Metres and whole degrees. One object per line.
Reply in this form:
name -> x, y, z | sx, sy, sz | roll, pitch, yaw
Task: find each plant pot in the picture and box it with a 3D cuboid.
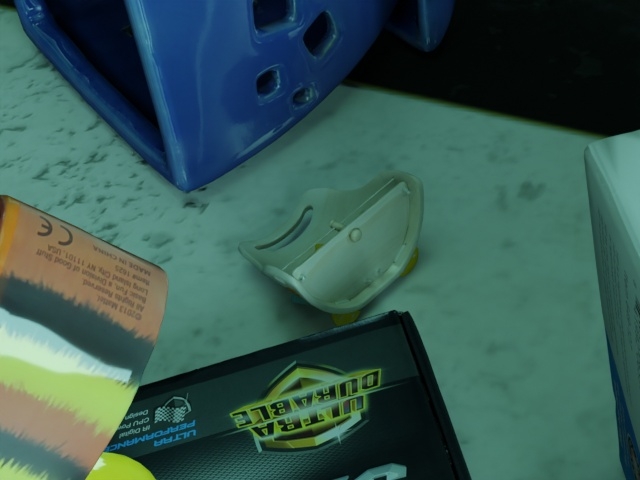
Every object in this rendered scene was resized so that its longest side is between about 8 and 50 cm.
plant pot -> -0.059, -0.205, 0.762 | 0.212, 0.236, 0.236 | -25, 41, -19

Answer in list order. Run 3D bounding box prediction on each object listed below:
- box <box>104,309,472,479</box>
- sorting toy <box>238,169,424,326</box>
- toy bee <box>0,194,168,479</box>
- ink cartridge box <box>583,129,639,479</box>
box -> -0.047, 0.128, 0.518 | 0.220, 0.051, 0.175 | -16, 40, 0
sorting toy -> 0.000, 0.000, 0.658 | 0.083, 0.045, 0.075 | -39, 39, -24
toy bee -> -0.150, 0.080, 0.472 | 0.195, 0.298, 0.162 | 20, 75, -8
ink cartridge box -> 0.195, 0.083, 0.404 | 0.168, 0.171, 0.232 | -13, 42, 3
